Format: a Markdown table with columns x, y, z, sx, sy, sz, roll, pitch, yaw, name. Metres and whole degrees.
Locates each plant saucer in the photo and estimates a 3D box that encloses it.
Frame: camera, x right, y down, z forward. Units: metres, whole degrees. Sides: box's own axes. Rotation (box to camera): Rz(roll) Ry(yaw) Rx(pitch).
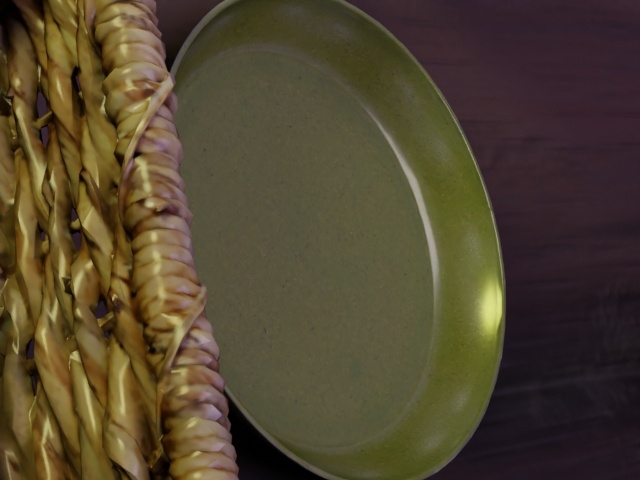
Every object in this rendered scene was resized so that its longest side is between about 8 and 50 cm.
| x | y | z | sx | sy | sz | roll | pitch | yaw | name |
| --- | --- | --- | --- | --- | --- | --- | --- | --- | --- |
| 0.000 | 0.000 | 0.862 | 0.241 | 0.037 | 0.241 | 21 | 60 | -43 | plant saucer |

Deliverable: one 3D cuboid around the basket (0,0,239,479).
| x | y | z | sx | sy | sz | roll | pitch | yaw | name |
| --- | --- | --- | --- | --- | --- | --- | --- | --- | --- |
| -0.173 | 0.030 | 0.466 | 0.213 | 0.223 | 0.299 | 21 | 49 | -45 | basket |
